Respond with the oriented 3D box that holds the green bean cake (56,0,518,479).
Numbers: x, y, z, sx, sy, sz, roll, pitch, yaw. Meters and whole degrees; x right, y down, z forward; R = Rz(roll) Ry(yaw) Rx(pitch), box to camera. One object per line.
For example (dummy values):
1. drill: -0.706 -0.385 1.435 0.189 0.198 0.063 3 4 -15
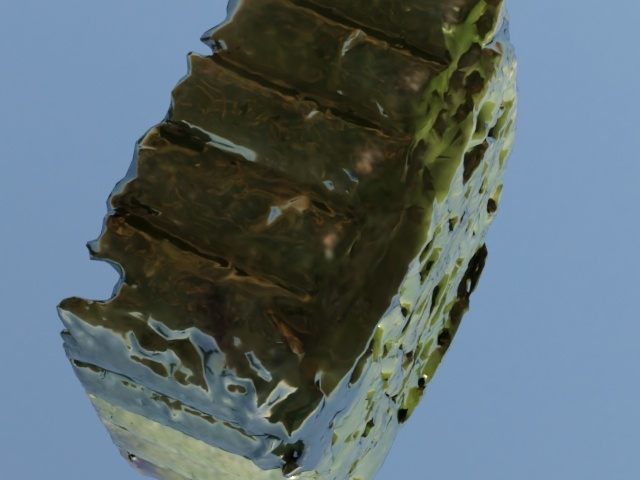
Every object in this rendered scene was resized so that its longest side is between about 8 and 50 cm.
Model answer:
1. green bean cake: 0.000 0.000 0.684 0.094 0.173 0.181 24 -112 14
